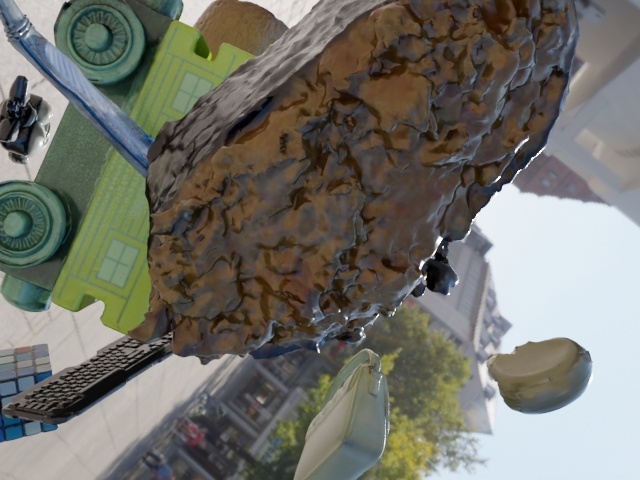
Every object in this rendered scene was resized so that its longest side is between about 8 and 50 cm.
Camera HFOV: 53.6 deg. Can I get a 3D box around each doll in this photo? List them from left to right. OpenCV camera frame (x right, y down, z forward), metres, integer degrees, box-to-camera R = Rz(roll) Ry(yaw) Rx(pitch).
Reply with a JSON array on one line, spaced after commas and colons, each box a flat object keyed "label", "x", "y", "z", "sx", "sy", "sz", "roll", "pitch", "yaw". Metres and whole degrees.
[{"label": "doll", "x": -0.401, "y": -0.153, "z": 0.861, "sx": 0.219, "sy": 0.067, "sz": 0.091, "roll": 174, "pitch": -67, "yaw": -71}]

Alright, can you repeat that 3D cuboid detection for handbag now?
[{"label": "handbag", "x": 0.041, "y": 0.296, "z": 1.058, "sx": 0.256, "sy": 0.079, "sz": 0.219, "roll": 122, "pitch": -12, "yaw": -44}]

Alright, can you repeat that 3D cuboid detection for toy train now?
[{"label": "toy train", "x": -0.227, "y": -0.090, "z": 0.795, "sx": 0.179, "sy": 0.272, "sz": 0.443, "roll": -138, "pitch": -108, "yaw": -86}]

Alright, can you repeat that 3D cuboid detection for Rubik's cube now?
[{"label": "Rubik's cube", "x": -0.683, "y": 0.342, "z": 1.432, "sx": 0.155, "sy": 0.151, "sz": 0.154, "roll": -145, "pitch": -128, "yaw": -59}]

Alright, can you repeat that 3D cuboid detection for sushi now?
[{"label": "sushi", "x": 0.032, "y": -0.049, "z": 0.477, "sx": 0.348, "sy": 0.234, "sz": 0.208, "roll": -41, "pitch": -154, "yaw": 11}]

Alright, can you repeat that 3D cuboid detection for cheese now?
[{"label": "cheese", "x": 0.447, "y": 0.266, "z": 1.266, "sx": 0.202, "sy": 0.091, "sz": 0.175, "roll": -19, "pitch": -161, "yaw": 4}]

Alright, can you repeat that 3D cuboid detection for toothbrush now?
[{"label": "toothbrush", "x": -0.225, "y": -0.146, "z": 0.562, "sx": 0.413, "sy": 0.042, "sz": 0.035, "roll": 53, "pitch": 42, "yaw": -50}]

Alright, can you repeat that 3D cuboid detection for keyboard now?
[{"label": "keyboard", "x": -0.262, "y": 0.157, "z": 0.793, "sx": 0.262, "sy": 0.106, "sz": 0.016, "roll": -30, "pitch": 116, "yaw": -61}]

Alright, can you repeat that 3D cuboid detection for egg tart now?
[{"label": "egg tart", "x": -0.139, "y": -0.271, "z": 1.007, "sx": 0.215, "sy": 0.215, "sz": 0.171, "roll": 105, "pitch": 5, "yaw": -80}]
